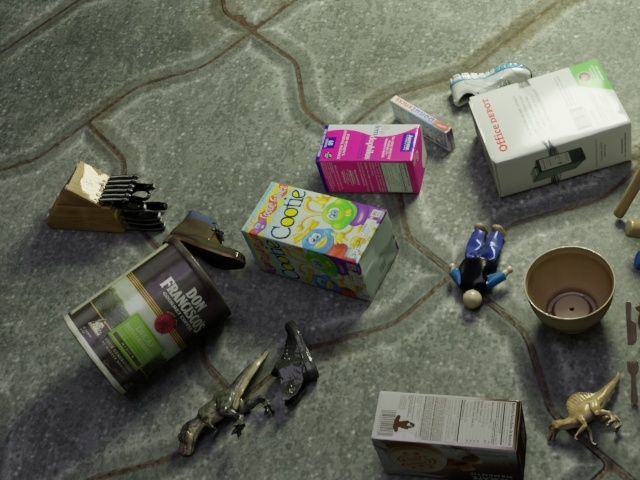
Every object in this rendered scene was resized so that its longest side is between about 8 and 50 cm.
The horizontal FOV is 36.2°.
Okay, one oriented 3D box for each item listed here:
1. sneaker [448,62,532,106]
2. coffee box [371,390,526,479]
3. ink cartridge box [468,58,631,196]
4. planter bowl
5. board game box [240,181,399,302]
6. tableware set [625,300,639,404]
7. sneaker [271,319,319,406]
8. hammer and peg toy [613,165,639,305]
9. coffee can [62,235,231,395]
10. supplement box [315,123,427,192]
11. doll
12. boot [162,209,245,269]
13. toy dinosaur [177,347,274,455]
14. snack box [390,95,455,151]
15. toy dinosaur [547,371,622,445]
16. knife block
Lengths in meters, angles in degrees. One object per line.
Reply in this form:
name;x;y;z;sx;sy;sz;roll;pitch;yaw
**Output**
sneaker;0.389;-0.344;2.227;0.190;0.071;0.083;-11;57;20
coffee box;0.226;0.342;1.692;0.246;0.141;0.098;2;54;18
ink cartridge box;0.482;-0.239;2.071;0.289;0.121;0.211;-16;50;6
planter bowl;0.464;0.107;1.818;0.162;0.109;0.162;-9;51;11
board game box;0.000;0.000;2.028;0.275;0.142;0.144;15;59;27
tableware set;0.591;0.194;1.675;0.128;0.194;0.039;-4;8;15
sneaker;-0.062;0.238;1.922;0.089;0.051;0.170;-23;53;-7
hammer and peg toy;0.659;-0.036;1.788;0.127;0.266;0.361;7;52;-5
coffee can;-0.350;0.152;1.986;0.275;0.201;0.201;-37;51;-11
supplement box;0.114;-0.180;2.153;0.220;0.114;0.111;2;53;17
doll;0.321;0.052;1.947;0.129;0.046;0.189;7;56;24
boot;-0.239;-0.006;2.151;0.219;0.082;0.106;14;62;29
toy dinosaur;-0.163;0.319;1.890;0.118;0.064;0.268;27;62;40
snack box;0.230;-0.265;2.211;0.022;0.064;0.178;-41;53;-16
toy dinosaur;0.478;0.294;1.704;0.183;0.053;0.092;-36;50;-11
knife block;-0.491;-0.070;2.295;0.275;0.242;0.088;-38;28;51
